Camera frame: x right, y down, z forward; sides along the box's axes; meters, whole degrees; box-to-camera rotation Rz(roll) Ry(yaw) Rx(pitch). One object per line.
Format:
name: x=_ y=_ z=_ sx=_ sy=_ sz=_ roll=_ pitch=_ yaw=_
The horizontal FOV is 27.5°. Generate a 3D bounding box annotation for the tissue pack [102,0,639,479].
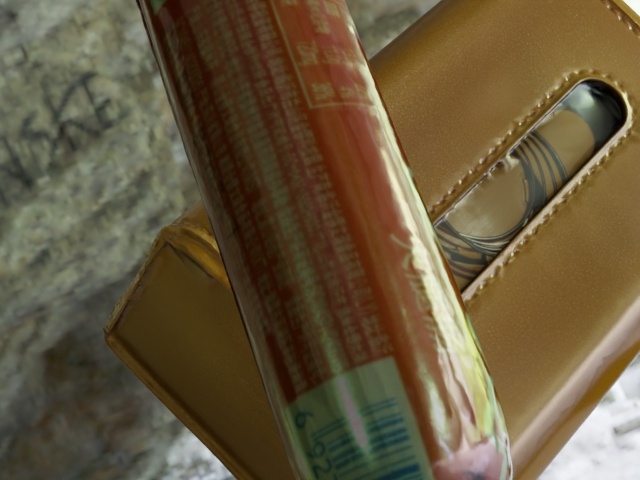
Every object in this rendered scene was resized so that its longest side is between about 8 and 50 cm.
tissue pack: x=0.064 y=0.004 z=0.636 sx=0.274 sy=0.194 sz=0.145 roll=-43 pitch=-7 yaw=-31

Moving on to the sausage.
sausage: x=0.000 y=0.000 z=0.433 sx=0.083 sy=0.264 sz=0.083 roll=-17 pitch=-21 yaw=-7
